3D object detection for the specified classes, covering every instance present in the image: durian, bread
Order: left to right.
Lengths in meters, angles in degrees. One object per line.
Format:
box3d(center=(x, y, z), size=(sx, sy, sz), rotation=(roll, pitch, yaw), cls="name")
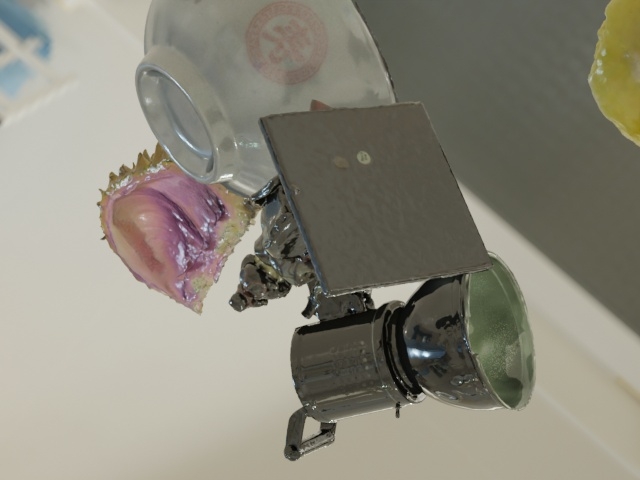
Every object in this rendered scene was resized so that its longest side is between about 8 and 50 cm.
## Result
box3d(center=(-0.163, -0.044, 2.002), size=(0.112, 0.191, 0.341), rotation=(-46, 174, -31), cls="durian")
box3d(center=(0.323, -0.158, 1.381), size=(0.197, 0.197, 0.170), rotation=(-50, -177, 17), cls="bread")

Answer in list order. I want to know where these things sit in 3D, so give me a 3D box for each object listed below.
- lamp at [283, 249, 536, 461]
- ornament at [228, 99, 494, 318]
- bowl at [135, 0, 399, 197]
box3d(center=(0.062, 0.096, 1.502), size=(0.227, 0.172, 0.147), rotation=(-14, 180, 27), cls="lamp")
box3d(center=(0.000, 0.000, 1.318), size=(0.153, 0.166, 0.196), rotation=(-7, 156, -33), cls="ornament")
box3d(center=(-0.085, -0.154, 1.672), size=(0.157, 0.345, 0.345), rotation=(-33, 172, -23), cls="bowl")
